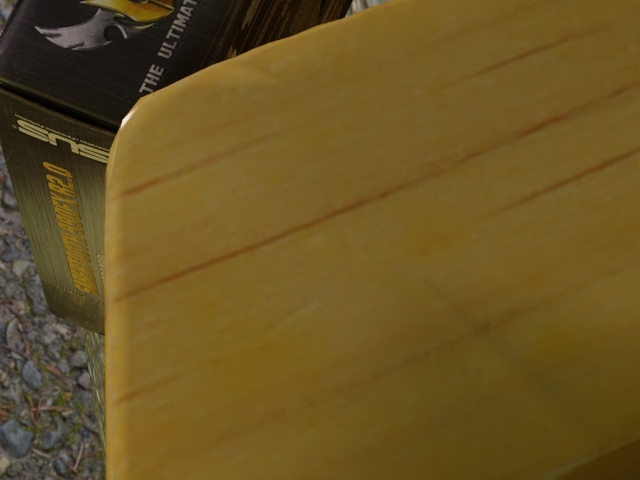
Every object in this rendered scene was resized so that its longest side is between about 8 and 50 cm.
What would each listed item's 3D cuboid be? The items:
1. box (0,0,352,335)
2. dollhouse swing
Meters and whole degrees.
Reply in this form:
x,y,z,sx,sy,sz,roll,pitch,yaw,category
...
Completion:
x,y,z,sx,sy,sz,roll,pitch,yaw,category
-0.024,-0.096,0.573,0.183,0.056,0.231,98,-165,-69,box
0.000,0.000,0.563,0.305,0.315,0.347,60,160,24,dollhouse swing
